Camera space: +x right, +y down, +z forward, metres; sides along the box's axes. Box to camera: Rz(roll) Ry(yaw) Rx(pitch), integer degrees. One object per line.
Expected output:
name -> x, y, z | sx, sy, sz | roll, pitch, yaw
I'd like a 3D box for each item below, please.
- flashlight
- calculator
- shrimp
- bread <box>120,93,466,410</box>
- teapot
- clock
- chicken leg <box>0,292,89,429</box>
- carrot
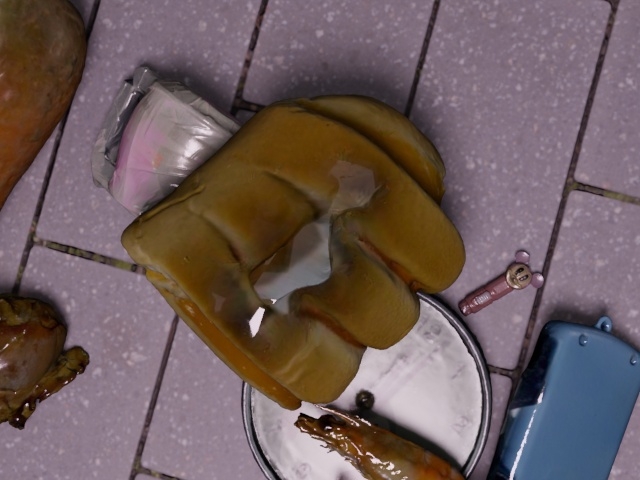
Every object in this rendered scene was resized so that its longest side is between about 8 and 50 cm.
flashlight -> 0.224, 0.060, 1.110 | 0.110, 0.031, 0.052 | -32, 85, 3
calculator -> 0.289, 0.226, 1.051 | 0.173, 0.051, 0.292 | 21, 88, -28
shrimp -> 0.069, 0.284, 1.032 | 0.249, 0.068, 0.150 | 42, 94, 0
bread -> 0.000, 0.000, 0.962 | 0.341, 0.210, 0.300 | -38, 101, -2
teapot -> -0.200, -0.109, 1.095 | 0.222, 0.163, 0.178 | 35, 95, 7
clock -> 0.057, 0.198, 1.102 | 0.319, 0.066, 0.318 | 0, 86, 5
chicken leg -> -0.489, 0.192, 1.114 | 0.361, 0.140, 0.211 | -36, 92, -2
carrot -> -0.438, -0.171, 1.092 | 0.224, 0.224, 0.340 | 27, 93, 6
